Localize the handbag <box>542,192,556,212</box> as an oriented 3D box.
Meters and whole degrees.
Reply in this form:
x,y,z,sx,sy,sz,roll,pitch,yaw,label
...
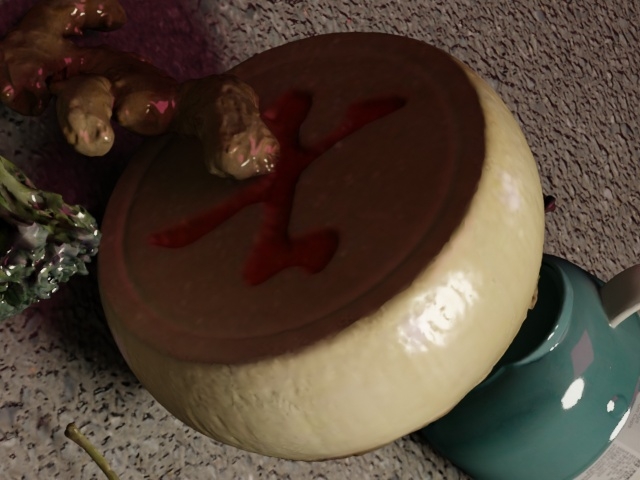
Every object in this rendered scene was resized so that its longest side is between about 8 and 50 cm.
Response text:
x,y,z,sx,sy,sz,roll,pitch,yaw,label
0.085,-0.060,1.433,0.203,0.074,0.216,42,31,23,handbag

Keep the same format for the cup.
x,y,z,sx,sy,sz,roll,pitch,yaw,label
0.243,0.125,1.432,0.257,0.289,0.219,34,35,-35,cup

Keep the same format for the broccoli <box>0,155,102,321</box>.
x,y,z,sx,sy,sz,roll,pitch,yaw,label
-0.265,-0.088,1.055,0.165,0.145,0.304,-30,98,-49,broccoli

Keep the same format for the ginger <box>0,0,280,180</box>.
x,y,z,sx,sy,sz,roll,pitch,yaw,label
-0.145,-0.104,1.181,0.149,0.065,0.258,-28,52,-32,ginger

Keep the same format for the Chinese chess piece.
x,y,z,sx,sy,sz,roll,pitch,yaw,label
0.000,0.000,1.175,0.140,0.338,0.338,58,38,-43,Chinese chess piece

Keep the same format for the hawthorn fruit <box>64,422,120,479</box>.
x,y,z,sx,sy,sz,roll,pitch,yaw,label
-0.107,0.260,1.117,0.165,0.165,0.285,7,53,-47,hawthorn fruit
